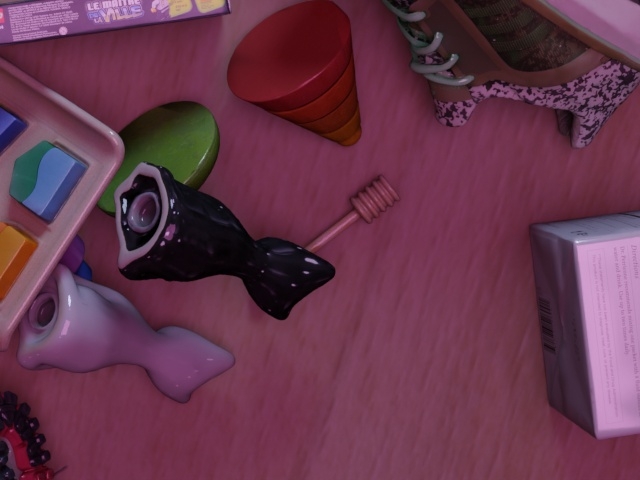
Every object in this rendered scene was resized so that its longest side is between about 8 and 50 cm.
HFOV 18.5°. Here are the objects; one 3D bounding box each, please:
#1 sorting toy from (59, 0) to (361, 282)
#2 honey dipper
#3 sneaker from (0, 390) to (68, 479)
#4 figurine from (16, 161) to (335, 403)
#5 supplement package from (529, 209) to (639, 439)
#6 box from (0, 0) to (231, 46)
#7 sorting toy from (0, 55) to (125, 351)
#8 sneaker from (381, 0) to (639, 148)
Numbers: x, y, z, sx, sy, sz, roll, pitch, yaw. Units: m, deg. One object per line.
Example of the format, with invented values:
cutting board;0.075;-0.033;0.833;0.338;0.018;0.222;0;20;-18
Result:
sorting toy;-0.098;-0.053;1.723;0.365;0.127;0.126;-38;128;1
honey dipper;0.000;0.000;1.762;0.160;0.030;0.030;-37;99;2
sneaker;-0.274;0.276;1.725;0.112;0.121;0.299;-14;99;24
figurine;-0.123;0.053;1.673;0.215;0.092;0.209;-42;136;24
supplement package;0.353;0.058;1.733;0.293;0.175;0.177;-7;95;-6
box;-0.184;-0.196;1.674;0.207;0.114;0.036;-9;97;-5
sorting toy;-0.278;-0.037;1.659;0.038;0.193;0.208;25;96;-53
sneaker;0.124;-0.180;1.672;0.410;0.158;0.182;18;110;-24
